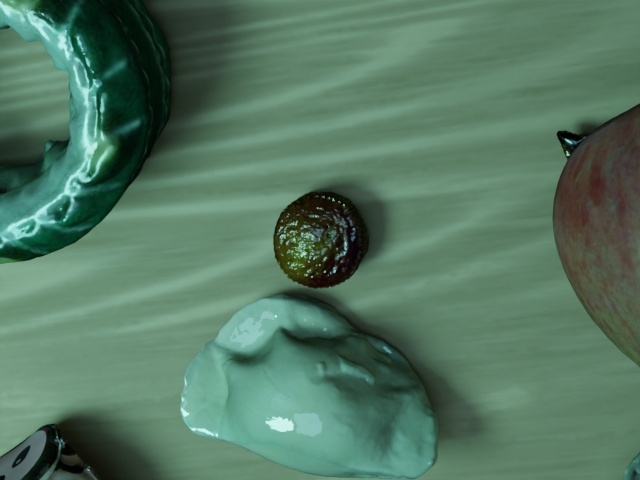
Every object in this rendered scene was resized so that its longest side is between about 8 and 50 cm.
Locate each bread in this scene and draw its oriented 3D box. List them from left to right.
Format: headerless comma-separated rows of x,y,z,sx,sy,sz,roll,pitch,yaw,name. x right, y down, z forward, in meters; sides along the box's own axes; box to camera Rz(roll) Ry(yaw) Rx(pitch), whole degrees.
0.000,0.000,1.500,0.085,0.053,0.085,3,104,10,bread

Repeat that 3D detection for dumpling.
-0.002,0.128,1.510,0.229,0.124,0.151,17,70,1,dumpling

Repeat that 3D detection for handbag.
-0.274,0.265,1.558,0.205,0.179,0.116,-32,104,24,handbag

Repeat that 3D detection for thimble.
-0.269,-0.112,1.459,0.254,0.167,0.288,40,110,-6,thimble

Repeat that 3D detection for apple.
0.357,-0.008,1.289,0.345,0.345,0.269,-26,87,16,apple

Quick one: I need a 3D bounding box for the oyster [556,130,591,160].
0.253,-0.043,1.452,0.132,0.029,0.086,15,106,5,oyster

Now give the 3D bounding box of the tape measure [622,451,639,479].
0.334,0.264,1.473,0.196,0.105,0.178,23,107,4,tape measure
